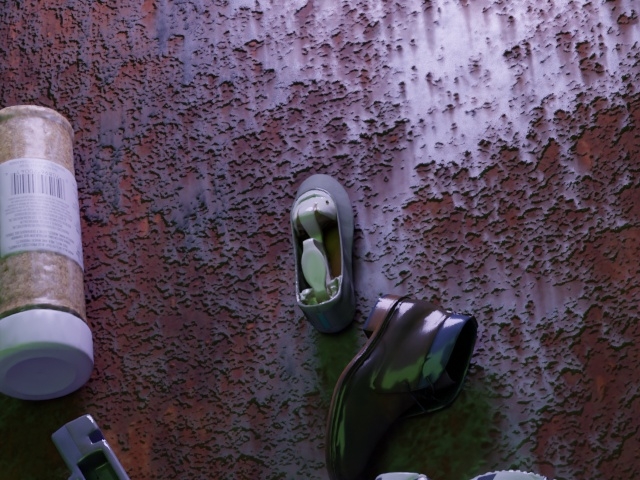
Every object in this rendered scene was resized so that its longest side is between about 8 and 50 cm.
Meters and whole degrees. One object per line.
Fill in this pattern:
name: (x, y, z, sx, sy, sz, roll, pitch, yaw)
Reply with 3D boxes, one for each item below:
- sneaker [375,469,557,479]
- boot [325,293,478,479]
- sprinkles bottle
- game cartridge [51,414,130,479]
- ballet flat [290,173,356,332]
sneaker: (0.141, 0.301, 1.686, 0.235, 0.094, 0.153, -1, 62, 27)
boot: (0.081, 0.153, 1.818, 0.106, 0.082, 0.219, 4, 61, 32)
sprinkles bottle: (-0.336, 0.009, 2.098, 0.121, 0.121, 0.355, -21, 53, 15)
game cartridge: (-0.137, 0.354, 1.709, 0.068, 0.230, 0.355, -28, 49, -13)
ballet flat: (0.000, 0.000, 1.964, 0.072, 0.068, 0.213, -19, 54, 16)
